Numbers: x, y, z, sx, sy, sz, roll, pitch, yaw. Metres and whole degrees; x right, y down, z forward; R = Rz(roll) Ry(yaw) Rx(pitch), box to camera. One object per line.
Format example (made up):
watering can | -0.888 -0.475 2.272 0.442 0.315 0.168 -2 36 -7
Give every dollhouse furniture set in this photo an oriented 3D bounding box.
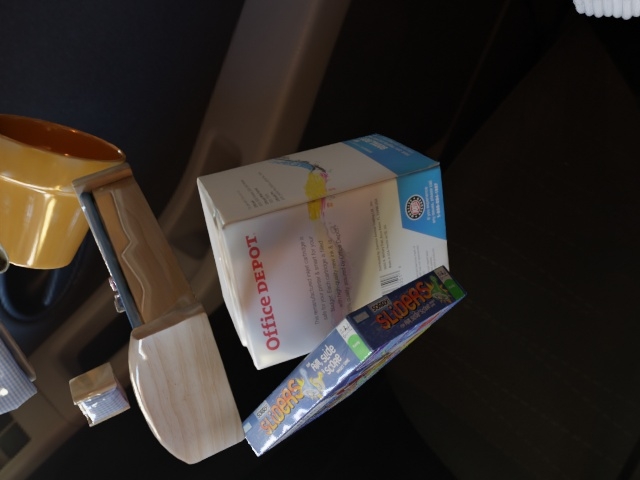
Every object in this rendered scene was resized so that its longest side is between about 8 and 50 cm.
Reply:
dollhouse furniture set | -0.234 0.130 0.479 0.198 0.303 0.286 51 157 46

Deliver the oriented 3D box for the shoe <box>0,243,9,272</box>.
shoe | -0.387 -0.030 0.671 0.058 0.076 0.219 22 148 8

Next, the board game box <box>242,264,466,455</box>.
board game box | 0.025 0.109 0.566 0.035 0.136 0.201 53 132 16

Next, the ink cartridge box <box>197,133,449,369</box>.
ink cartridge box | 0.000 0.000 0.716 0.168 0.233 0.171 -133 30 -61

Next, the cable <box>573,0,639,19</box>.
cable | 0.269 -0.332 0.580 0.089 0.257 0.257 0 67 22

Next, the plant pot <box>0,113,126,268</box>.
plant pot | -0.419 -0.067 0.959 0.205 0.205 0.188 32 109 41
